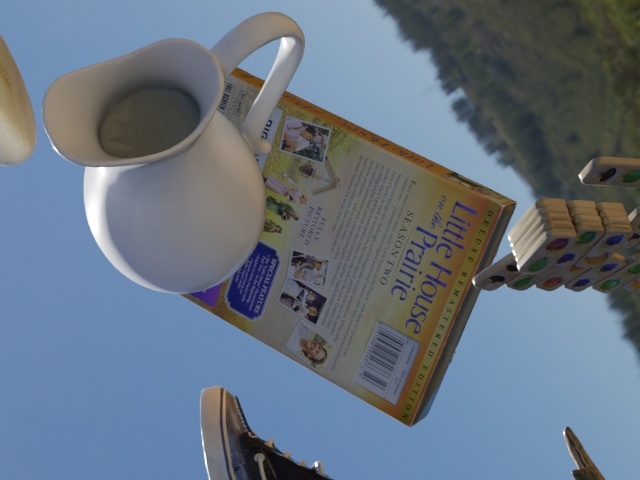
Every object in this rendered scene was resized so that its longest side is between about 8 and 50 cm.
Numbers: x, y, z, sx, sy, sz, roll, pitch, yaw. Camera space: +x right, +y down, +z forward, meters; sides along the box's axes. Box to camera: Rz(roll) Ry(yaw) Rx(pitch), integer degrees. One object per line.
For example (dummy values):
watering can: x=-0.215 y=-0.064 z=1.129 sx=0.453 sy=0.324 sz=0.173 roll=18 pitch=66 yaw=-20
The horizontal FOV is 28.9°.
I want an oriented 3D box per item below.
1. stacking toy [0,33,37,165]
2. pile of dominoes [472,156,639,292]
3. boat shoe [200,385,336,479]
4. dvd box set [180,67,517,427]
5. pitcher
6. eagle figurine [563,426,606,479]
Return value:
stacking toy: x=-0.403 y=-0.071 z=0.990 sx=0.141 sy=0.330 sz=0.141 roll=-22 pitch=-90 yaw=-87
pile of dominoes: x=0.279 y=0.006 z=1.073 sx=0.251 sy=0.196 sz=0.040 roll=3 pitch=-124 yaw=-24
boat shoe: x=-0.057 y=0.304 z=1.548 sx=0.340 sy=0.158 sz=0.127 roll=-106 pitch=8 yaw=-49
dvd box set: x=0.000 y=0.000 z=1.553 sx=0.420 sy=0.307 sz=0.062 roll=27 pitch=-160 yaw=21
pitcher: x=-0.082 y=-0.058 z=0.848 sx=0.125 sy=0.178 sz=0.207 roll=56 pitch=168 yaw=25
eagle figurine: x=0.220 y=0.387 z=1.353 sx=0.225 sy=0.298 sz=0.226 roll=62 pitch=175 yaw=-32
